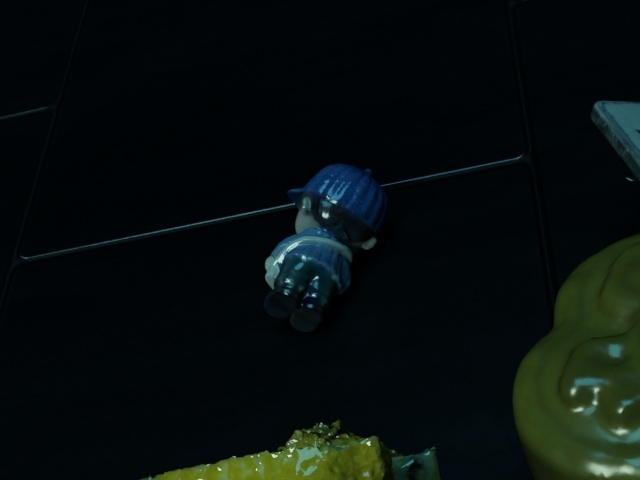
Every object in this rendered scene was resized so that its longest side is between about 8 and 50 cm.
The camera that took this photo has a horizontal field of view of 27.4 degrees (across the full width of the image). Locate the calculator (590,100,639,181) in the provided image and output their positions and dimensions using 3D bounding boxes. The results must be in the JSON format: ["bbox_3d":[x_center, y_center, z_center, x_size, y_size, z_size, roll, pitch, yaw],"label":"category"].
[{"bbox_3d":[0.341,-0.060,0.973,0.262,0.021,0.161,-2,36,-17],"label":"calculator"}]

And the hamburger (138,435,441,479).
[{"bbox_3d":[-0.053,0.216,0.822,0.283,0.144,0.156,-18,77,27],"label":"hamburger"}]

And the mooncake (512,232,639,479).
[{"bbox_3d":[0.250,0.093,0.858,0.235,0.117,0.234,-13,38,10],"label":"mooncake"}]

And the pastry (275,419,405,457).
[{"bbox_3d":[0.027,0.175,0.903,0.140,0.056,0.080,33,79,37],"label":"pastry"}]

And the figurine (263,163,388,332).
[{"bbox_3d":[0.000,0.000,1.097,0.086,0.087,0.149,28,52,-3],"label":"figurine"}]
